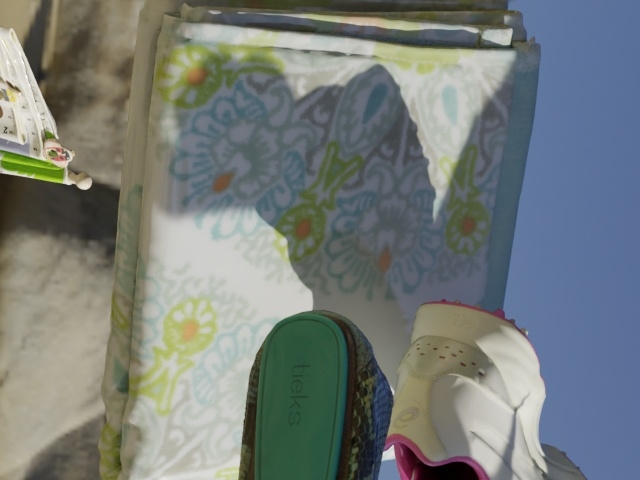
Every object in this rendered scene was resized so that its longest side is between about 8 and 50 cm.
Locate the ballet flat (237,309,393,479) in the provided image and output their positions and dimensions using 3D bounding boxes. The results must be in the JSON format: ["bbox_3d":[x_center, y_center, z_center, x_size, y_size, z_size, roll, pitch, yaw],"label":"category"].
[{"bbox_3d":[-0.005,0.122,0.526,0.070,0.070,0.188,124,-19,-71],"label":"ballet flat"}]

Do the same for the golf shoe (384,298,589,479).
[{"bbox_3d":[0.119,0.186,1.004,0.140,0.115,0.306,-56,132,-35],"label":"golf shoe"}]

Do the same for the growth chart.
[{"bbox_3d":[-0.323,-0.147,1.273,0.021,0.171,0.237,-58,141,-38],"label":"growth chart"}]

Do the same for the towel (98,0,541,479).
[{"bbox_3d":[0.000,0.000,1.014,0.090,0.320,0.375,30,-63,55],"label":"towel"}]
